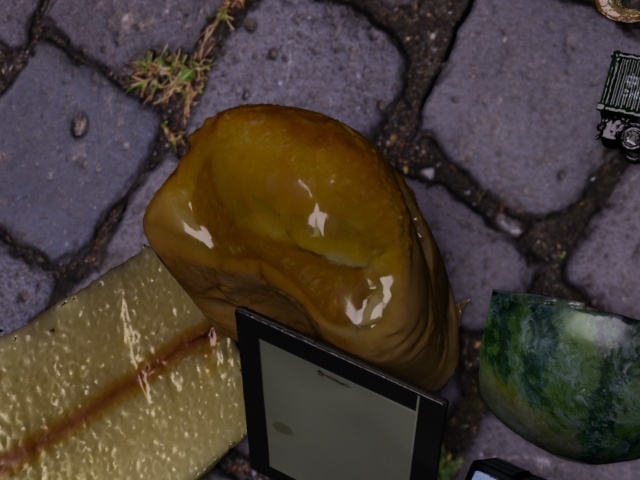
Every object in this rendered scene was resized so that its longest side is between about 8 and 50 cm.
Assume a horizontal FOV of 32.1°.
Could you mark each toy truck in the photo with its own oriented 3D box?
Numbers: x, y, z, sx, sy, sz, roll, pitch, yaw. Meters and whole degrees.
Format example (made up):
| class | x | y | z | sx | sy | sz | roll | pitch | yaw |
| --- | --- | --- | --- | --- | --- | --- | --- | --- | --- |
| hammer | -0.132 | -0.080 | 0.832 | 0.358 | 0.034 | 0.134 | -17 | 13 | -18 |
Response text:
| class | x | y | z | sx | sy | sz | roll | pitch | yaw |
| --- | --- | --- | --- | --- | --- | --- | --- | --- | --- |
| toy truck | 0.467 | -0.139 | 1.340 | 0.259 | 0.088 | 0.121 | 16 | 87 | 20 |

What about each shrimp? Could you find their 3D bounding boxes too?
| class | x | y | z | sx | sy | sz | roll | pitch | yaw |
| --- | --- | --- | --- | --- | --- | --- | --- | --- | --- |
| shrimp | 0.405 | -0.330 | 1.422 | 0.083 | 0.023 | 0.114 | 30 | 97 | 16 |

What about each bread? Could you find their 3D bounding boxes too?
| class | x | y | z | sx | sy | sz | roll | pitch | yaw |
| --- | --- | --- | --- | --- | --- | --- | --- | --- | --- |
| bread | -0.270 | 0.214 | 1.456 | 0.405 | 0.242 | 0.346 | -38 | 76 | 13 |
| bread | 0.000 | 0.000 | 1.326 | 0.361 | 0.394 | 0.250 | 22 | 72 | 21 |

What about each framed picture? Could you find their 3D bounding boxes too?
| class | x | y | z | sx | sy | sz | roll | pitch | yaw |
| --- | --- | --- | --- | --- | --- | --- | --- | --- | --- |
| framed picture | 0.020 | 0.235 | 1.322 | 0.265 | 0.347 | 0.016 | 23 | 52 | 20 |

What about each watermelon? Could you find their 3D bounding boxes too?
| class | x | y | z | sx | sy | sz | roll | pitch | yaw |
| --- | --- | --- | --- | --- | --- | --- | --- | --- | --- |
| watermelon | 0.344 | 0.152 | 1.315 | 0.305 | 0.180 | 0.224 | 12 | 130 | 15 |

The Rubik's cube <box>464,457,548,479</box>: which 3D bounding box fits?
| class | x | y | z | sx | sy | sz | roll | pitch | yaw |
| --- | --- | --- | --- | --- | --- | --- | --- | --- | --- |
| Rubik's cube | 0.234 | 0.358 | 1.300 | 0.160 | 0.163 | 0.162 | 22 | 87 | 19 |
